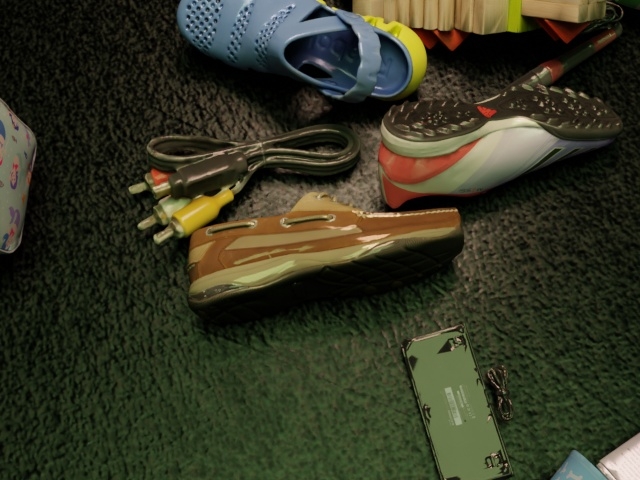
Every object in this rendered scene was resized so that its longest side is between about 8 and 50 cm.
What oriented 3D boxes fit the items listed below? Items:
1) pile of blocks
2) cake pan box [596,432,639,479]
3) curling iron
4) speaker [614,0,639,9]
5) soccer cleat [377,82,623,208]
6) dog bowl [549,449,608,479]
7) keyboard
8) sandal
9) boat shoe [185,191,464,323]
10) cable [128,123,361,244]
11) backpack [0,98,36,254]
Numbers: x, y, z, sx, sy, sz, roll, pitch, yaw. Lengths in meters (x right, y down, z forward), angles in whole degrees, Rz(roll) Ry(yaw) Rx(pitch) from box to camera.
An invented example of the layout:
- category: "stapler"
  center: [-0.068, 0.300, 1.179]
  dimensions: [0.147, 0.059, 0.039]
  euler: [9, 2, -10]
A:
- category: "pile of blocks"
  center: [0.197, -0.302, 1.253]
  dimensions: [0.362, 0.113, 0.149]
  euler: [9, 23, 22]
- category: "cake pan box"
  center: [0.456, 0.260, 1.000]
  dimensions: [0.245, 0.070, 0.267]
  euler: [-32, 51, -12]
- category: "curling iron"
  center: [0.278, -0.217, 1.252]
  dimensions: [0.274, 0.035, 0.068]
  euler: [-40, 56, -10]
- category: "speaker"
  center: [0.533, -0.350, 1.251]
  dimensions: [0.296, 0.131, 0.131]
  euler: [4, 69, 2]
- category: "soccer cleat"
  center: [0.215, -0.112, 1.187]
  dimensions: [0.318, 0.117, 0.109]
  euler: [-9, 40, -20]
- category: "dog bowl"
  center: [0.323, 0.348, 0.967]
  dimensions: [0.074, 0.166, 0.297]
  euler: [-39, 73, -2]
- category: "keyboard"
  center: [0.165, 0.183, 1.102]
  dimensions: [0.108, 0.023, 0.180]
  euler: [-16, 70, 1]
- category: "sandal"
  center: [-0.030, -0.246, 1.194]
  dimensions: [0.317, 0.138, 0.126]
  euler: [15, 112, 9]
- category: "boat shoe"
  center: [0.000, 0.000, 1.124]
  dimensions: [0.323, 0.123, 0.120]
  euler: [-11, 66, -5]
- category: "cable"
  center: [-0.097, -0.090, 1.208]
  dimensions: [0.287, 0.072, 0.139]
  euler: [-18, 52, -19]
- category: "backpack"
  center: [-0.438, -0.059, 1.095]
  dimensions: [0.191, 0.225, 0.254]
  euler: [8, 73, 9]
